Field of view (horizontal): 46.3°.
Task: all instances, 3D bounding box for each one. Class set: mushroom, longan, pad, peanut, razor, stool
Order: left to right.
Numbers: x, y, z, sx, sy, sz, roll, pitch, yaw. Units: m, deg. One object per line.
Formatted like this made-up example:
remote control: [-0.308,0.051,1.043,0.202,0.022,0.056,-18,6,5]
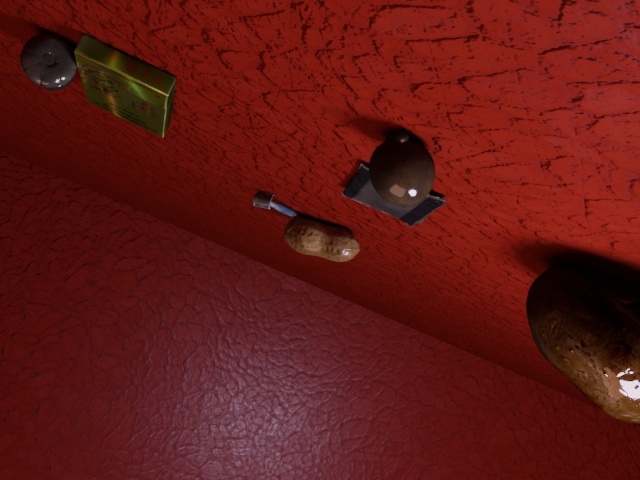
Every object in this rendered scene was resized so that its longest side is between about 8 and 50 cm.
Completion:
stool: [-0.491,-0.319,1.359,0.096,0.096,0.110,25,175,-16]
razor: [-0.106,-0.086,1.938,0.068,0.040,0.135,14,174,43]
peanut: [0.000,0.000,1.955,0.226,0.095,0.108,17,-171,28]
pad: [0.136,-0.086,1.442,0.174,0.022,0.233,23,169,-1]
longan: [0.123,-0.112,1.136,0.106,0.106,0.119,15,128,37]
mushroom: [0.527,0.194,1.395,0.345,0.239,0.345,22,175,2]

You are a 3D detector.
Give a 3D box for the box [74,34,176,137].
box: [-0.365,-0.282,1.418,0.173,0.043,0.311,25,169,-10]
